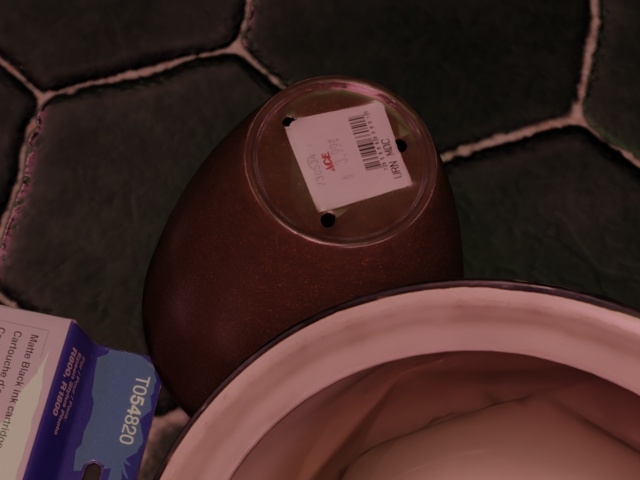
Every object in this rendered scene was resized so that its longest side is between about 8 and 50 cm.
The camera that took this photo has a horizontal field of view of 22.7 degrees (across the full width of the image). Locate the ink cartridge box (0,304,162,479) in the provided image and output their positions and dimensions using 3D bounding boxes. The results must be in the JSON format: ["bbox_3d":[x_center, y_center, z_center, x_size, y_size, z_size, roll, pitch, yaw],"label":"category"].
[{"bbox_3d":[-0.231,0.145,1.009,0.224,0.045,0.223,11,67,2],"label":"ink cartridge box"}]

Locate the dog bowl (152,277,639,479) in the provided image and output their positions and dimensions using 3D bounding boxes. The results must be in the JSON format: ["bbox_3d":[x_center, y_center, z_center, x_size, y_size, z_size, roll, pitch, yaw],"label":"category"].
[{"bbox_3d":[0.104,0.221,0.854,0.408,0.150,0.407,0,90,20],"label":"dog bowl"}]

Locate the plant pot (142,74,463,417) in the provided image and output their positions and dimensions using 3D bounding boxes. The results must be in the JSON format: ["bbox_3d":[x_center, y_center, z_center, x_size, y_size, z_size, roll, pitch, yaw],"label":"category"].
[{"bbox_3d":[0.000,0.000,0.973,0.215,0.230,0.215,3,66,-6],"label":"plant pot"}]
